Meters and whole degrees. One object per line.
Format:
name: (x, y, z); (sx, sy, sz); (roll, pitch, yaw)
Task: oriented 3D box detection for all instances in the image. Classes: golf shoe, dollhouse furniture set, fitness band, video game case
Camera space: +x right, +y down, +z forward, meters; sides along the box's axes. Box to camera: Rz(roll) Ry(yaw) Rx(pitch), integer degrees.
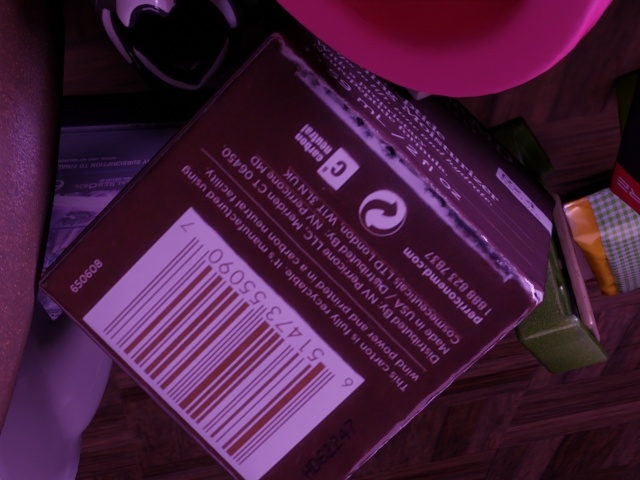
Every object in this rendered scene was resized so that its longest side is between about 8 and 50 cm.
golf shoe: (-0.071, -0.103, 0.775); (0.077, 0.094, 0.198); (-19, 157, 11)
dollhouse furniture set: (0.251, 0.011, 1.126); (0.197, 0.151, 0.301); (-20, 156, 15)
fitness band: (0.028, -0.168, 0.549); (0.054, 0.209, 0.291); (-51, 167, -31)
video game case: (-0.170, -0.012, 1.011); (0.196, 0.026, 0.274); (-5, 154, -19)

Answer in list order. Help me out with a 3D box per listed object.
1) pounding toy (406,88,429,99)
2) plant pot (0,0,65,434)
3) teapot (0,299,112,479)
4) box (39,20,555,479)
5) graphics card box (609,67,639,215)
pounding toy: (0.083, -0.191, 0.691); (0.154, 0.155, 0.269); (-35, 175, -23)
plant pot: (-0.215, -0.001, 0.723); (0.215, 0.230, 0.215); (-9, 150, -5)
teapot: (-0.259, 0.064, 0.902); (0.256, 0.187, 0.252); (-3, -174, -40)
box: (0.000, 0.000, 0.782); (0.167, 0.168, 0.203); (-45, -177, 17)
graphics card box: (0.255, -0.149, 0.718); (0.233, 0.094, 0.371); (-44, 162, -13)
